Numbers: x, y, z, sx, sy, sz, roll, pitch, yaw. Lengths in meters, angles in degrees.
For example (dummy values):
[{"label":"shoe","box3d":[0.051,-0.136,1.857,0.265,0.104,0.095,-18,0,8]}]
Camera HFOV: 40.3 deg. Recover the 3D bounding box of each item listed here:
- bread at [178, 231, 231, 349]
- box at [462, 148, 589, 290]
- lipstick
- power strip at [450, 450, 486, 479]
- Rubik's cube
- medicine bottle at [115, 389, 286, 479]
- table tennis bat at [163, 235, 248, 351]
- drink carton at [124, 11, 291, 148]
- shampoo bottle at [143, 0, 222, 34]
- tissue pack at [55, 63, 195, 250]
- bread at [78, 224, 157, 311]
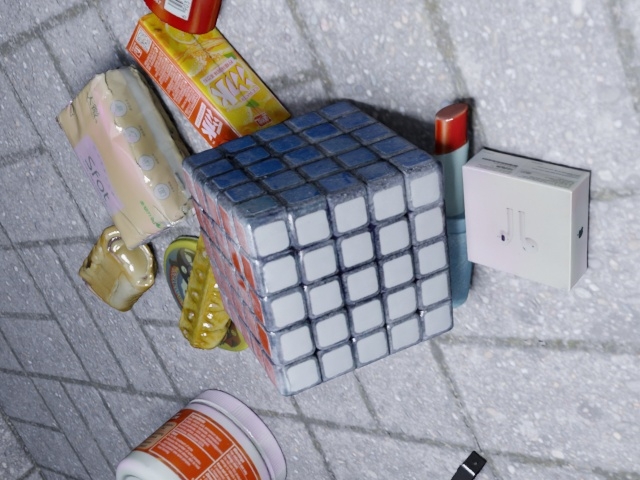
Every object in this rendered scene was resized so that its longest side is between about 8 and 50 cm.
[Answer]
[{"label":"bread","box3d":[-0.156,0.030,1.358,0.084,0.077,0.367,11,125,-11]},{"label":"box","box3d":[0.229,-0.025,0.973,0.130,0.051,0.129,19,132,36]},{"label":"lipstick","box3d":[0.152,-0.039,1.034,0.068,0.061,0.274,18,133,27]},{"label":"power strip","box3d":[0.215,0.360,1.320,0.029,0.038,0.111,39,140,18]},{"label":"Rubik's cube","box3d":[0.000,0.000,1.033,0.237,0.237,0.238,-134,28,-55]},{"label":"medicine bottle","box3d":[-0.234,0.462,1.711,0.252,0.241,0.252,28,137,30]},{"label":"table tennis bat","box3d":[-0.153,0.103,1.483,0.369,0.054,0.224,7,121,46]},{"label":"drink carton","box3d":[-0.152,-0.215,1.179,0.223,0.096,0.071,49,143,4]},{"label":"shampoo bottle","box3d":[-0.147,-0.395,1.041,0.118,0.076,0.314,42,142,14]},{"label":"tissue pack","box3d":[-0.294,-0.131,1.381,0.215,0.123,0.256,-22,95,54]},{"label":"bread","box3d":[-0.378,0.053,1.656,0.134,0.081,0.225,48,142,-3]}]
